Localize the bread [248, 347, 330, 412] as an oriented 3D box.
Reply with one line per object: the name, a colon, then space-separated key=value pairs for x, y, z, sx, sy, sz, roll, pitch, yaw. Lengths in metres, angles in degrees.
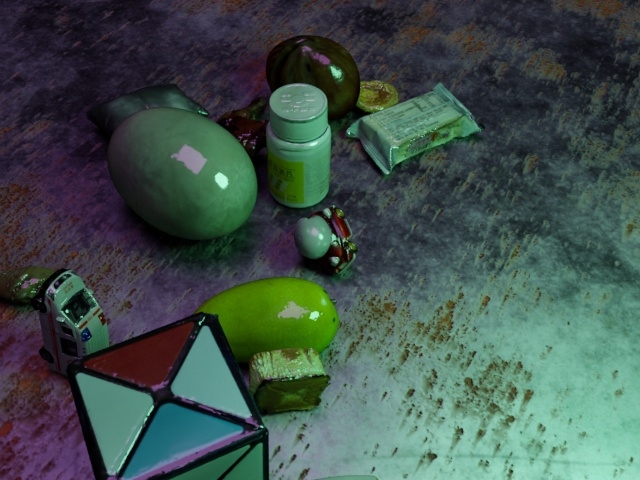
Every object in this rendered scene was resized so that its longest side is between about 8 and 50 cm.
bread: x=-0.058 y=0.249 z=1.299 sx=0.140 sy=0.128 sz=0.069 roll=-3 pitch=46 yaw=-15

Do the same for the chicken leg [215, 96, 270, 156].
chicken leg: x=-0.174 y=-0.266 z=1.733 sx=0.177 sy=0.083 sz=0.322 roll=-28 pitch=26 yaw=-6

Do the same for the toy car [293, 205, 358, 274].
toy car: x=0.000 y=0.000 z=1.513 sx=0.112 sy=0.112 sz=0.139 roll=3 pitch=48 yaw=-48

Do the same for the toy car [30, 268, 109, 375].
toy car: x=-0.434 y=0.151 z=1.305 sx=0.108 sy=0.210 sz=0.089 roll=21 pitch=39 yaw=17

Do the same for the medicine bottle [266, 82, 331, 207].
medicine bottle: x=-0.047 y=-0.203 z=1.608 sx=0.143 sy=0.258 sz=0.143 roll=1 pitch=49 yaw=-1

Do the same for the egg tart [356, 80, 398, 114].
egg tart: x=0.137 y=-0.365 z=1.898 sx=0.130 sy=0.052 sz=0.130 roll=1 pitch=49 yaw=-1

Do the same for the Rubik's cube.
Rubik's cube: x=-0.232 y=0.304 z=1.157 sx=0.250 sy=0.246 sz=0.248 roll=-20 pitch=53 yaw=-19

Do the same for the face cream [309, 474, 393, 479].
face cream: x=0.034 y=0.420 z=1.201 sx=0.182 sy=0.051 sz=0.072 roll=-2 pitch=48 yaw=-4

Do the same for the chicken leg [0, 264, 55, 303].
chicken leg: x=-0.616 y=0.089 z=1.445 sx=0.197 sy=0.069 sz=0.085 roll=-4 pitch=47 yaw=2

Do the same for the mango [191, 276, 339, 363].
mango: x=-0.111 y=0.156 z=1.373 sx=0.293 sy=0.143 sz=0.175 roll=-10 pitch=55 yaw=2

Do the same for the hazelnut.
hazelnut: x=-0.012 y=-0.410 z=1.825 sx=0.217 sy=0.217 sz=0.251 roll=-35 pitch=56 yaw=-29

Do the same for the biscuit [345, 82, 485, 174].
biscuit: x=0.235 y=-0.279 z=1.812 sx=0.309 sy=0.079 sz=0.186 roll=-26 pitch=57 yaw=-24

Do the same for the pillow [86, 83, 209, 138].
pillow: x=-0.414 y=-0.306 z=1.778 sx=0.249 sy=0.106 sz=0.186 roll=-28 pitch=48 yaw=-28

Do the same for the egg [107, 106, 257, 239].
egg: x=-0.288 y=-0.141 z=1.541 sx=0.352 sy=0.258 sz=0.258 roll=28 pitch=53 yaw=19
